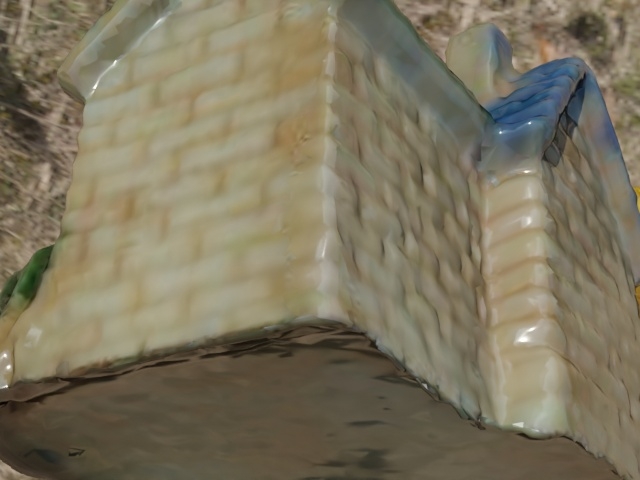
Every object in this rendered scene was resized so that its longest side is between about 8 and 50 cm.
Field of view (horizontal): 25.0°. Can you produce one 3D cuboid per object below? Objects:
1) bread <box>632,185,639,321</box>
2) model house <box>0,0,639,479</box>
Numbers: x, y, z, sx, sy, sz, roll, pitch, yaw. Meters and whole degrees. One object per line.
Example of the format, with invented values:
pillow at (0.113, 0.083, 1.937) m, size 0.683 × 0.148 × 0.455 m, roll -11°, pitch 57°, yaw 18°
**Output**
bread at (0.334, 0.045, 1.507) m, size 0.236 × 0.120 × 0.198 m, roll -18°, pitch 117°, yaw 8°
model house at (0.000, 0.000, 1.082) m, size 0.445 × 0.395 × 0.400 m, roll 37°, pitch 49°, yaw -46°
